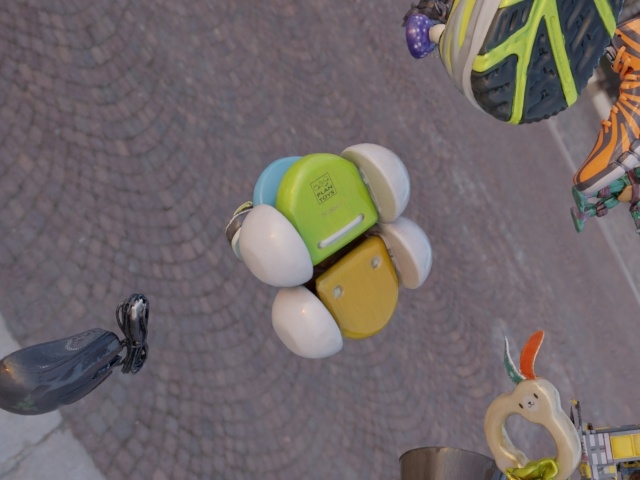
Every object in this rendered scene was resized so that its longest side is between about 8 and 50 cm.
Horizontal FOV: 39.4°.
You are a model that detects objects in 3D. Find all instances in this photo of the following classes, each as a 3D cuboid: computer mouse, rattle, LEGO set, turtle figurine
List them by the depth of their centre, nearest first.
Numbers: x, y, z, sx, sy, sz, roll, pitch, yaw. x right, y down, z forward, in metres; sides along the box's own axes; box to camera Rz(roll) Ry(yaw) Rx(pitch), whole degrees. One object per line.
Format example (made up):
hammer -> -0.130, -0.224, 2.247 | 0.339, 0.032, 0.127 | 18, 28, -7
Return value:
rattle -> 0.223, 0.222, 1.055 | 0.143, 0.130, 0.199 | -20, 119, -27
computer mouse -> -0.376, 0.197, 1.372 | 0.272, 0.188, 0.072 | -20, 54, -29
LEGO set -> 0.504, 0.421, 1.544 | 0.331, 0.192, 0.255 | 10, 74, -88
turtle figurine -> 0.599, -0.087, 1.703 | 0.118, 0.234, 0.175 | -97, 172, -52

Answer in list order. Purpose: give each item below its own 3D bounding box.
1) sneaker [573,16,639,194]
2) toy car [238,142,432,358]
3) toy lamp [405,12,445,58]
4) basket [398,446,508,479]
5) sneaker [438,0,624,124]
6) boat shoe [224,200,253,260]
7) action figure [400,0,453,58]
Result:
sneaker -> 0.487, -0.233, 1.433 | 0.180, 0.321, 0.124 | 44, 7, 5
toy car -> 0.000, 0.000, 0.798 | 0.136, 0.159, 0.182 | 26, -35, 51
toy lamp -> 0.263, -0.311, 1.315 | 0.080, 0.275, 0.080 | -2, 93, -56
basket -> 0.223, 0.505, 1.587 | 0.154, 0.204, 0.227 | 78, 21, -46
sneaker -> 0.206, -0.290, 0.735 | 0.145, 0.384, 0.147 | 26, 11, -28
boat shoe -> -0.095, -0.019, 1.324 | 0.068, 0.081, 0.228 | 46, 9, 13
action figure -> 0.245, -0.427, 1.641 | 0.141, 0.164, 0.275 | 52, 30, -21
